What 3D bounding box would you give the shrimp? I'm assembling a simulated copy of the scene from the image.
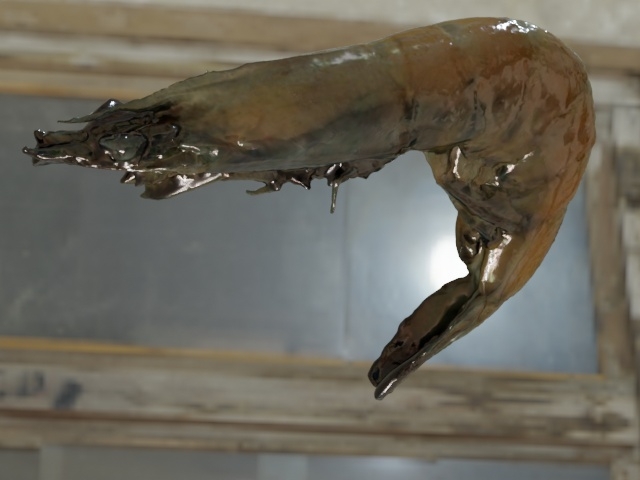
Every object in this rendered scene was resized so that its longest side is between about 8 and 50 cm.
[{"bbox_3d":[0.000,0.000,0.761,0.051,0.262,0.198,-126,-146,-49],"label":"shrimp"}]
